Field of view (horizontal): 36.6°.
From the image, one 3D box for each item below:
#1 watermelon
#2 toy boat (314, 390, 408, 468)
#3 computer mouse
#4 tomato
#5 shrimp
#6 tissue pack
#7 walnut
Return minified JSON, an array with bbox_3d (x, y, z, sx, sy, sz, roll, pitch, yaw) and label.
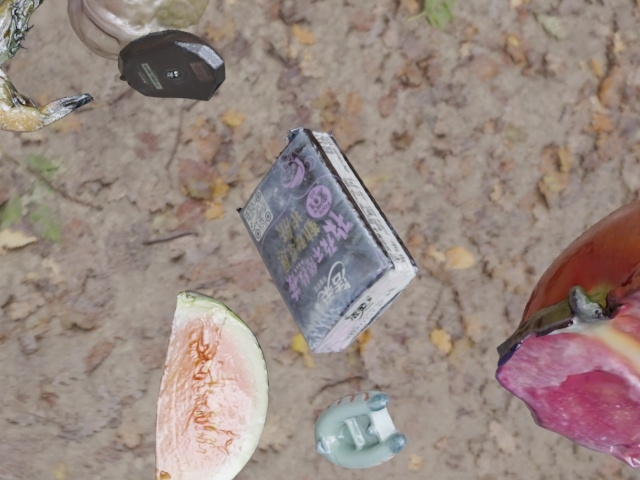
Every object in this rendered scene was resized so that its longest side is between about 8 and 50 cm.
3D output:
[{"bbox_3d":[-0.072,0.116,0.711,0.069,0.087,0.163,7,97,12],"label":"watermelon"},{"bbox_3d":[0.060,0.342,1.715,0.079,0.208,0.134,-25,90,-43],"label":"toy boat"},{"bbox_3d":[-0.196,-0.238,1.295,0.099,0.172,0.057,60,40,-42],"label":"computer mouse"},{"bbox_3d":[0.342,0.080,0.896,0.290,0.335,0.176,36,45,-17],"label":"tomato"},{"bbox_3d":[-0.390,-0.263,1.352,0.198,0.051,0.262,21,73,5],"label":"shrimp"},{"bbox_3d":[0.000,0.000,1.816,0.122,0.259,0.361,2,46,-45],"label":"tissue pack"},{"bbox_3d":[-0.311,-0.421,1.667,0.248,0.248,0.248,5,79,-28],"label":"walnut"}]
